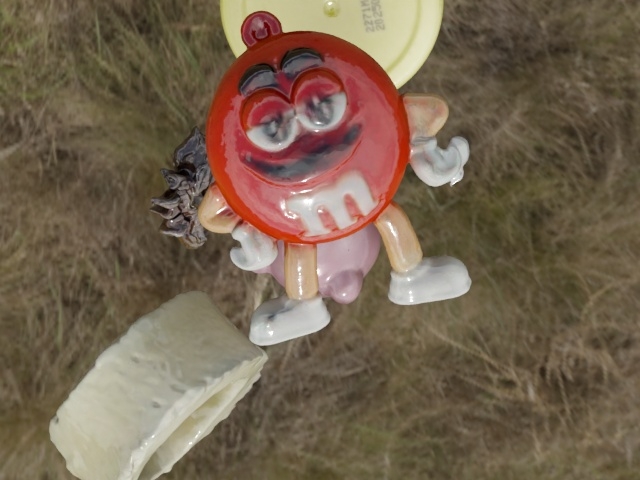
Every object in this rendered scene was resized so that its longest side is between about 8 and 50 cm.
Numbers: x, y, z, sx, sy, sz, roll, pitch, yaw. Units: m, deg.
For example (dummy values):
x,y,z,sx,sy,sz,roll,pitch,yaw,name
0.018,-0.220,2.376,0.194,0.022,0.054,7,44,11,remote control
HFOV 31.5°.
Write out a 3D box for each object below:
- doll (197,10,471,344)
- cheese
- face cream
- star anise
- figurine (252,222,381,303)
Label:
x,y,z,sx,sy,sz,roll,pitch,yaw,name
0.006,-0.046,0.738,0.183,0.085,0.217,-14,108,-1,doll
-0.244,0.235,1.647,0.153,0.292,0.332,43,123,12,cheese
0.012,-0.264,1.158,0.218,0.179,0.218,1,119,1,face cream
-0.218,-0.088,2.096,0.214,0.099,0.220,-49,149,-6,star anise
0.000,0.000,1.583,0.173,0.173,0.173,-5,119,-9,figurine
